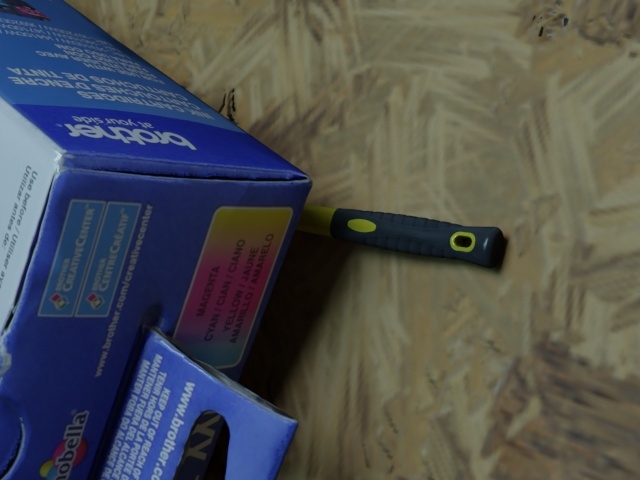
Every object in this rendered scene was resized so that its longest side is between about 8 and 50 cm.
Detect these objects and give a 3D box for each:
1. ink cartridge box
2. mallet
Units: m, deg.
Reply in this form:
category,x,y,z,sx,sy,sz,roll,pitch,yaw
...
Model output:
category,x,y,z,sx,sy,sz,roll,pitch,yaw
ink cartridge box,-0.174,0.025,0.783,0.395,0.151,0.270,39,116,41
mallet,0.000,0.000,0.758,0.189,0.039,0.062,18,90,37
